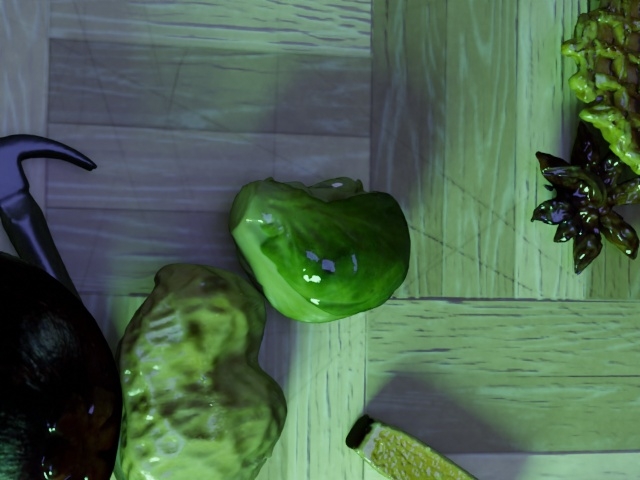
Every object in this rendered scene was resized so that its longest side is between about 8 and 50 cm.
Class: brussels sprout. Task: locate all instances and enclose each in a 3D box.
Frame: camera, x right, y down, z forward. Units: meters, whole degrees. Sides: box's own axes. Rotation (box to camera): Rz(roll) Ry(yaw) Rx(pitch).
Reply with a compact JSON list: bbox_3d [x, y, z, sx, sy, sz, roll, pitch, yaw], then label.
[{"bbox_3d":[0.001,0.008,1.273,0.183,0.131,0.146,-2,85,-20],"label":"brussels sprout"}]

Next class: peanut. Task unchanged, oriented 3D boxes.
[{"bbox_3d":[-0.115,0.136,1.231,0.196,0.110,0.233,-8,88,-50],"label":"peanut"}]

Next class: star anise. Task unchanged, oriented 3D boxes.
[{"bbox_3d":[0.294,-0.046,1.395,0.167,0.057,0.168,-2,94,-25],"label":"star anise"}]

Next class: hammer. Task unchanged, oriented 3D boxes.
[{"bbox_3d":[-0.234,0.106,1.256,0.168,0.044,0.440,-24,96,-13],"label":"hammer"}]

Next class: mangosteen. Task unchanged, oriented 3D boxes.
[{"bbox_3d":[-0.338,0.151,1.094,0.346,0.307,0.307,3,88,27],"label":"mangosteen"}]

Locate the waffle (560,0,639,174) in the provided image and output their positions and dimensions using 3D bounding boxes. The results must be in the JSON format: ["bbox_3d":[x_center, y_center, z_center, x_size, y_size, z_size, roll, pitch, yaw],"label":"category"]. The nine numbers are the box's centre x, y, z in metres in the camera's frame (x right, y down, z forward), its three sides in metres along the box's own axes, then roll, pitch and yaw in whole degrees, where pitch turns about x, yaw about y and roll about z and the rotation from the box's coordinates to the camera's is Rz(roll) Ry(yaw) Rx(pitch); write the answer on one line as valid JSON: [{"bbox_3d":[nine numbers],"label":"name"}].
[{"bbox_3d":[0.377,-0.177,1.403,0.245,0.052,0.254,-44,102,-25],"label":"waffle"}]

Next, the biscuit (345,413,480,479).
[{"bbox_3d":[0.113,0.246,1.340,0.188,0.056,0.052,35,79,-11],"label":"biscuit"}]
